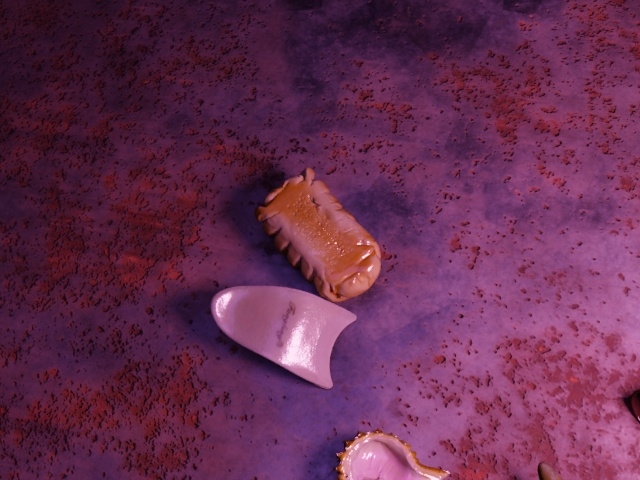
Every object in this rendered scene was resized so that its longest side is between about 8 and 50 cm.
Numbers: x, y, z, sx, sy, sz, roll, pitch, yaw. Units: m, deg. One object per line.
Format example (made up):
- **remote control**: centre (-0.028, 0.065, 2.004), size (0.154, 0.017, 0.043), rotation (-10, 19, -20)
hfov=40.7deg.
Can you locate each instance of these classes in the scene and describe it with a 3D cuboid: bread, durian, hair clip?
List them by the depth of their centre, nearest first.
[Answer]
- **durian**: centre (0.136, 0.447, 1.676), size (0.224, 0.078, 0.140), rotation (9, 57, 2)
- **hair clip**: centre (-0.086, 0.178, 1.798), size (0.282, 0.113, 0.172), rotation (17, 72, 15)
- **bread**: centre (0.000, 0.000, 1.850), size (0.173, 0.121, 0.311), rotation (-36, 67, -9)

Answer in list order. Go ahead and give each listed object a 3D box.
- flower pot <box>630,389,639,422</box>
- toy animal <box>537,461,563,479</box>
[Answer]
- **flower pot**: centre (0.660, 0.311, 1.632), size (0.089, 0.111, 0.111), rotation (-28, 65, -19)
- **toy animal**: centre (0.490, 0.534, 1.539), size (0.363, 0.180, 0.181), rotation (17, 63, 39)
